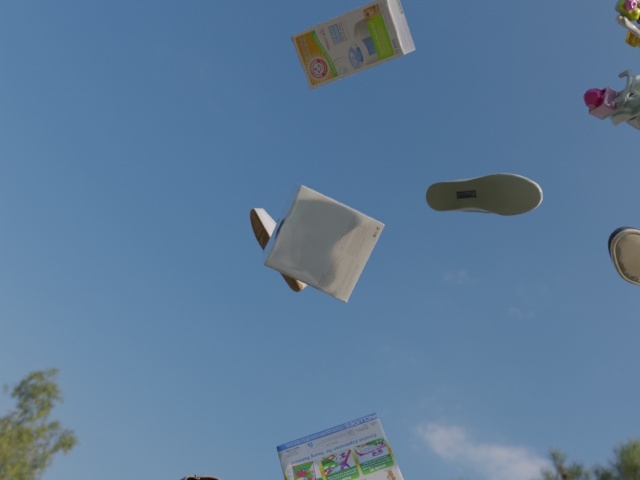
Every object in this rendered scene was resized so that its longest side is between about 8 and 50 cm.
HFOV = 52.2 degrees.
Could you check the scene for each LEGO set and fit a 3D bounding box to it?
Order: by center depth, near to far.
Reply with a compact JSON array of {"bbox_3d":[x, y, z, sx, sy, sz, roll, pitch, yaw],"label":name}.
[{"bbox_3d":[0.335,-0.269,0.677,0.107,0.287,0.132,25,-26,-21],"label":"LEGO set"}]

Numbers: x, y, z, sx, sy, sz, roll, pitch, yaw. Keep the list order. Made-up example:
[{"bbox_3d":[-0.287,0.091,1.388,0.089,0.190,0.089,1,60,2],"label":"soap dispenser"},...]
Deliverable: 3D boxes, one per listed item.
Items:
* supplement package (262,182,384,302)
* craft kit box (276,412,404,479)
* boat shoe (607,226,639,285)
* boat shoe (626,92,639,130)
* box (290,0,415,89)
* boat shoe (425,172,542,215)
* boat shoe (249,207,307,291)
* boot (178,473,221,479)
[{"bbox_3d":[0.000,0.000,1.466,0.203,0.149,0.194,25,-86,-10],"label":"supplement package"},{"bbox_3d":[0.051,0.527,1.433,0.250,0.246,0.061,-17,-51,-5],"label":"craft kit box"},{"bbox_3d":[0.500,0.027,1.027,0.206,0.065,0.075,29,-67,-34],"label":"boat shoe"},{"bbox_3d":[0.715,-0.180,1.154,0.367,0.156,0.136,18,-38,10],"label":"boat shoe"},{"bbox_3d":[0.064,-0.381,1.264,0.203,0.103,0.114,-14,-75,25],"label":"box"},{"bbox_3d":[0.319,-0.092,1.261,0.227,0.081,0.079,2,-80,35],"label":"boat shoe"},{"bbox_3d":[-0.105,0.015,1.897,0.277,0.096,0.098,57,-25,7],"label":"boat shoe"},{"bbox_3d":[-0.153,0.340,0.856,0.118,0.042,0.087,18,-54,-38],"label":"boot"}]
